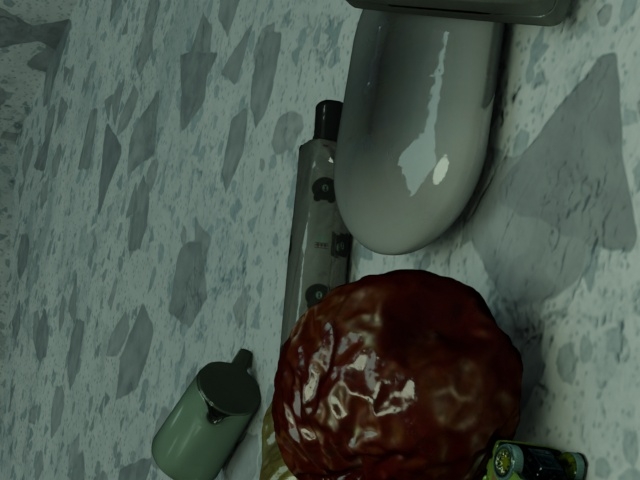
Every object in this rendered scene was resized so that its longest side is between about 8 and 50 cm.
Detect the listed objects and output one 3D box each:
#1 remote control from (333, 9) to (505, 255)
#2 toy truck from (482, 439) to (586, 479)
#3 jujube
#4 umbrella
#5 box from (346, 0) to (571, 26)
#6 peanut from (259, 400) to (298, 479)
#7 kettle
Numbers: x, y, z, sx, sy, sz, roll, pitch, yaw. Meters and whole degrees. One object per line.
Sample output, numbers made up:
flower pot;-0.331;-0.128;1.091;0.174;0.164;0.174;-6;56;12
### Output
remote control;0.096;-0.148;1.383;0.221;0.103;0.332;-3;77;56
toy truck;0.178;0.236;1.059;0.100;0.077;0.169;-68;28;22
jujube;0.060;0.139;1.185;0.232;0.212;0.213;107;161;-52
umbrella;0.000;0.000;1.585;0.073;0.067;0.337;-16;65;50
box;0.126;-0.260;1.283;0.243;0.055;0.103;13;76;39
peanut;0.000;0.228;1.363;0.197;0.110;0.233;64;-163;-47
kettle;-0.138;0.231;1.787;0.098;0.126;0.148;48;127;23
